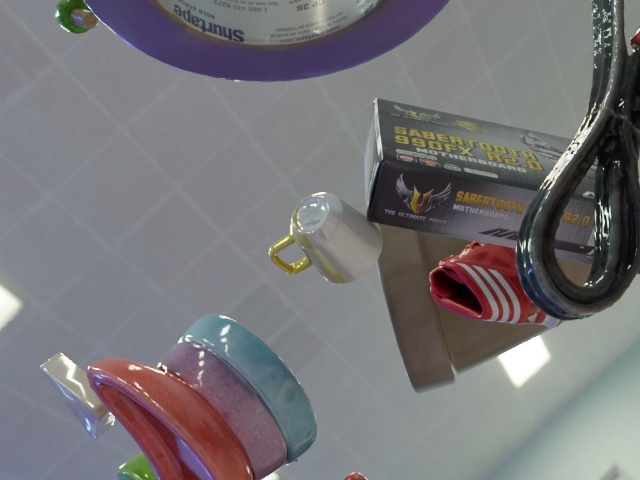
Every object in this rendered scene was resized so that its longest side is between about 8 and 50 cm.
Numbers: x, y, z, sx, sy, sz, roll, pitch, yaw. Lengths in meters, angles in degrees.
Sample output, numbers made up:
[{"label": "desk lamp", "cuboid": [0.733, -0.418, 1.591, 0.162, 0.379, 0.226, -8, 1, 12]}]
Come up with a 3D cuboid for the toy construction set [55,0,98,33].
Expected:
[{"label": "toy construction set", "cuboid": [-0.326, -0.350, 0.801, 0.257, 0.237, 0.309, -53, -51, -7]}]

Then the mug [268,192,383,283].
[{"label": "mug", "cuboid": [0.004, 0.000, 0.631, 0.078, 0.062, 0.064, -53, -41, -4]}]

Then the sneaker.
[{"label": "sneaker", "cuboid": [0.177, 0.005, 0.878, 0.128, 0.221, 0.087, 2, -56, -11]}]

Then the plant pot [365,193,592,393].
[{"label": "plant pot", "cuboid": [0.239, 0.039, 1.177, 0.281, 0.323, 0.323, -14, -44, 10]}]

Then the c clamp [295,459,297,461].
[{"label": "c clamp", "cuboid": [-0.099, 0.273, 1.288, 0.022, 0.161, 0.137, 72, -151, -59]}]

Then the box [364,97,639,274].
[{"label": "box", "cuboid": [0.155, -0.054, 0.701, 0.231, 0.183, 0.056, 12, -65, -2]}]

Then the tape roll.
[{"label": "tape roll", "cuboid": [-0.025, -0.164, 0.380, 0.189, 0.080, 0.189, -5, -25, -2]}]

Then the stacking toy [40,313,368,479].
[{"label": "stacking toy", "cuboid": [-0.076, 0.182, 0.685, 0.130, 0.280, 0.308, -40, -60, -31]}]

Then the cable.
[{"label": "cable", "cuboid": [0.193, -0.089, 0.472, 0.287, 0.139, 0.072, -47, 5, -26]}]
